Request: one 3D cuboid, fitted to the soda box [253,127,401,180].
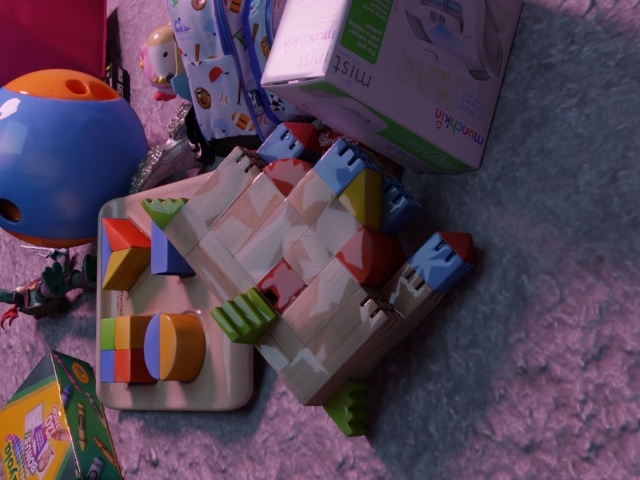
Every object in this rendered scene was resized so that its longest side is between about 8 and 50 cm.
[{"bbox_3d":[-0.011,-0.088,1.644,0.263,0.083,0.092,-4,68,49],"label":"soda box"}]

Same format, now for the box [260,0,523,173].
[{"bbox_3d":[0.087,-0.234,1.462,0.126,0.262,0.231,0,69,50],"label":"box"}]

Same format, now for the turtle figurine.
[{"bbox_3d":[-0.475,0.073,2.092,0.234,0.118,0.175,-10,21,46],"label":"turtle figurine"}]

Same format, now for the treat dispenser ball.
[{"bbox_3d":[-0.420,-0.131,1.992,0.288,0.288,0.288,-28,50,38],"label":"treat dispenser ball"}]

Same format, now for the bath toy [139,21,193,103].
[{"bbox_3d":[-0.208,-0.270,1.886,0.129,0.151,0.348,-65,19,0],"label":"bath toy"}]

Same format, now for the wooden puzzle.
[{"bbox_3d":[-0.229,0.077,1.740,0.347,0.080,0.322,-9,79,49],"label":"wooden puzzle"}]

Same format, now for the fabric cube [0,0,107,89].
[{"bbox_3d":[-0.573,-0.361,2.284,0.259,0.258,0.254,-41,38,28],"label":"fabric cube"}]

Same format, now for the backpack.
[{"bbox_3d":[-0.070,-0.267,1.599,0.213,0.263,0.276,-14,17,38],"label":"backpack"}]

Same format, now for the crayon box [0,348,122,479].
[{"bbox_3d":[-0.400,0.321,1.876,0.165,0.081,0.278,-50,39,18],"label":"crayon box"}]

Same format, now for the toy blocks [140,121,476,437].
[{"bbox_3d":[0.000,0.000,1.453,0.261,0.190,0.381,-47,66,14],"label":"toy blocks"}]

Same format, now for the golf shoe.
[{"bbox_3d":[-0.222,-0.123,1.912,0.176,0.086,0.069,-51,26,7],"label":"golf shoe"}]

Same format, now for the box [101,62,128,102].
[{"bbox_3d":[-0.416,-0.195,2.231,0.190,0.045,0.184,-37,42,33],"label":"box"}]
